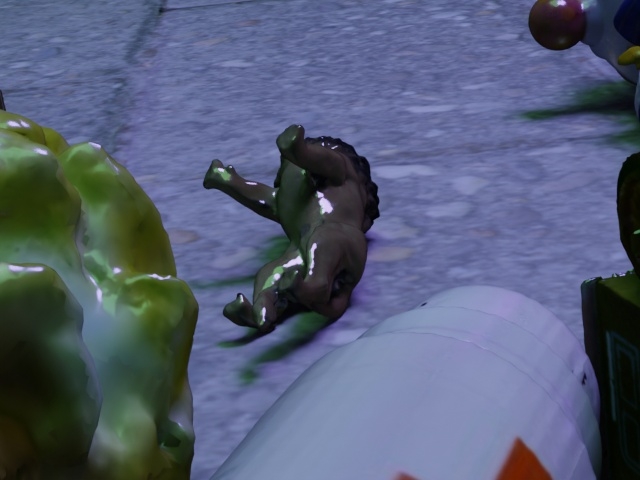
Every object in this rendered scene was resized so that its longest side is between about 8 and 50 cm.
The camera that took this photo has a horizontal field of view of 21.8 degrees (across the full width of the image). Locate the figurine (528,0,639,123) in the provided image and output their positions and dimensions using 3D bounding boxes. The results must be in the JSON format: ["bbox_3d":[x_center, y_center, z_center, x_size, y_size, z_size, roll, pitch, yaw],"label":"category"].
[{"bbox_3d":[0.223,-0.137,1.028,0.194,0.133,0.274,19,29,23],"label":"figurine"}]

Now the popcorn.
[{"bbox_3d":[-0.121,0.049,0.433,0.198,0.198,0.212,-11,1,-15],"label":"popcorn"}]

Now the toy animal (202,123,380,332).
[{"bbox_3d":[-0.013,-0.011,0.789,0.069,0.086,0.220,-41,11,23],"label":"toy animal"}]

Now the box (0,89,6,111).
[{"bbox_3d":[-0.354,0.011,0.732,0.373,0.138,0.420,-6,18,2],"label":"box"}]

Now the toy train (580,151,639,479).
[{"bbox_3d":[0.153,0.048,0.456,0.090,0.137,0.225,-13,23,-15],"label":"toy train"}]

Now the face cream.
[{"bbox_3d":[0.002,0.099,0.396,0.102,0.102,0.345,1,20,21],"label":"face cream"}]
